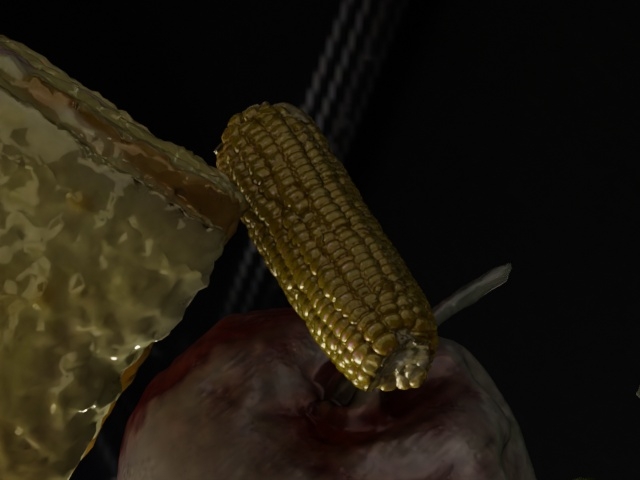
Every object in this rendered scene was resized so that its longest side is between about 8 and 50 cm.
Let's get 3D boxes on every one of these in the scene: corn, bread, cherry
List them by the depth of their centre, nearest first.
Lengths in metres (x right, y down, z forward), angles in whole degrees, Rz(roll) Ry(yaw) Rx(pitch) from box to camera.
[{"bbox_3d":[-0.235,0.065,1.066,0.375,0.236,0.165,-55,-175,16],"label":"bread"},{"bbox_3d":[0.000,0.000,1.109,0.080,0.080,0.238,-58,-135,33],"label":"corn"},{"bbox_3d":[0.018,0.214,1.254,0.326,0.291,0.335,6,-59,50],"label":"cherry"}]

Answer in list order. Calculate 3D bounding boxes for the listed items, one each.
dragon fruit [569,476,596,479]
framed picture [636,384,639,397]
[{"bbox_3d":[0.254,0.227,0.903,0.218,0.198,0.273,-46,-126,36],"label":"dragon fruit"},{"bbox_3d":[0.410,0.084,1.532,0.260,0.023,0.189,-52,-139,4],"label":"framed picture"}]
